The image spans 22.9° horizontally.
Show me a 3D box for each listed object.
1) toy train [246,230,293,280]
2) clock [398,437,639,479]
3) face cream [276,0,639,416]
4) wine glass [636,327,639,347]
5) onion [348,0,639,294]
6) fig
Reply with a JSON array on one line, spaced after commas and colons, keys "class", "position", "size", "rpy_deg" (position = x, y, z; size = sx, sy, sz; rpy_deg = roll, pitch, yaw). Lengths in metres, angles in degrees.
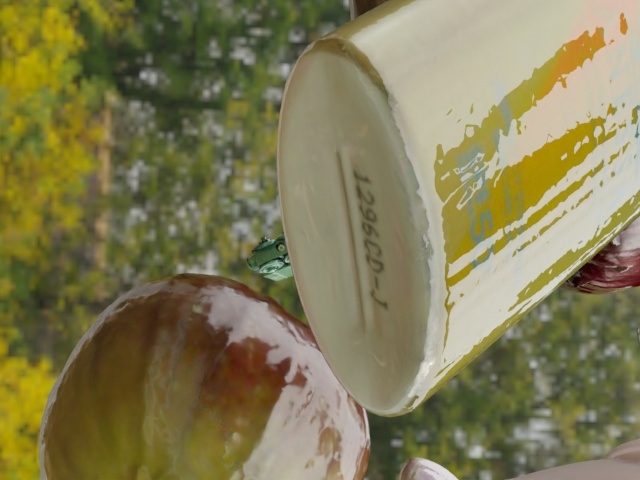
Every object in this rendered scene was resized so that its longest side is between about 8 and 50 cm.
[{"class": "toy train", "position": [0.000, 0.000, 1.529], "size": [0.071, 0.148, 0.038], "rpy_deg": [12, 61, -63]}, {"class": "clock", "position": [0.230, 0.336, 1.287], "size": [0.250, 0.376, 0.368], "rpy_deg": [86, 14, -79]}, {"class": "face cream", "position": [0.095, -0.058, 0.609], "size": [0.285, 0.067, 0.139], "rpy_deg": [-35, 128, -43]}, {"class": "wine glass", "position": [0.360, 0.048, 1.198], "size": [0.165, 0.196, 0.165], "rpy_deg": [31, -43, 34]}, {"class": "onion", "position": [0.150, -0.104, 1.074], "size": [0.314, 0.232, 0.314], "rpy_deg": [42, -23, 22]}, {"class": "fig", "position": [-0.081, 0.126, 0.721], "size": [0.231, 0.143, 0.160], "rpy_deg": [-46, 141, -27]}]
